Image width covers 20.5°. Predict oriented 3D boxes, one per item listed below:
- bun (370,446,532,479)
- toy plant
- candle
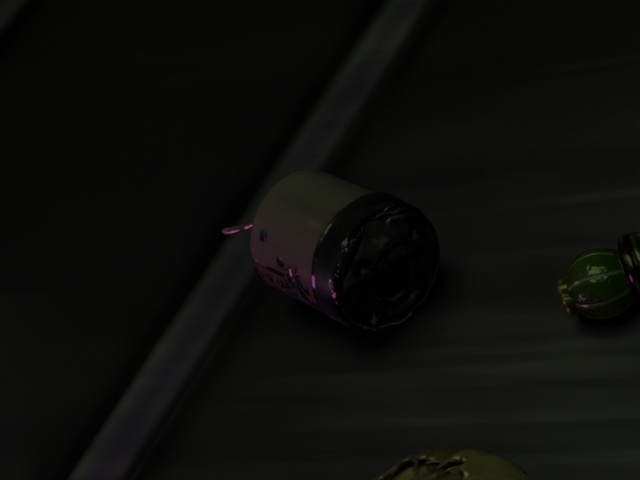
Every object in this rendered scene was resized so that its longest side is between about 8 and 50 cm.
[{"bbox_3d":[0.128,0.331,1.982,0.259,0.152,0.259,-21,41,19],"label":"bun"},{"bbox_3d":[0.369,0.043,2.162,0.162,0.093,0.093,-20,40,16],"label":"toy plant"},{"bbox_3d":[0.000,0.000,2.394,0.187,0.187,0.330,-47,40,-17],"label":"candle"}]
